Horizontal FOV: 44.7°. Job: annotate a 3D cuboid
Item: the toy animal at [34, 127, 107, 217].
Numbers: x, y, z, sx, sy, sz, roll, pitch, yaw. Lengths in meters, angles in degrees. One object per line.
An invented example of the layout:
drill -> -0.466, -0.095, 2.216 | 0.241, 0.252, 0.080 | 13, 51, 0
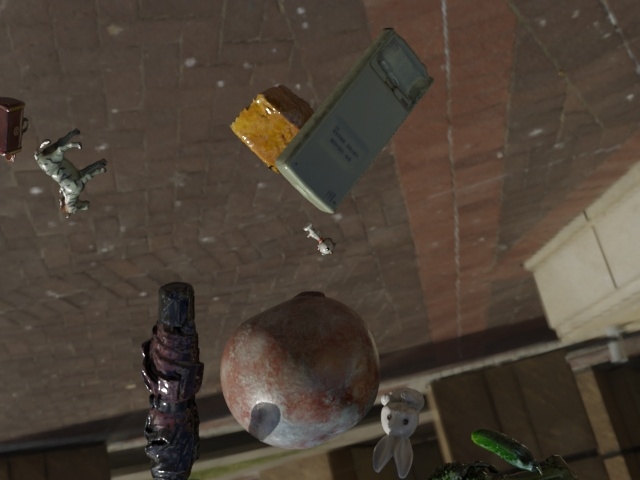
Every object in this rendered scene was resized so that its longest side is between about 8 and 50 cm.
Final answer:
toy animal -> -0.670, -0.183, 2.140 | 0.170, 0.089, 0.255 | -18, 125, -5

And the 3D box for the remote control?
remote control -> 0.057, -0.183, 1.169 | 0.123, 0.285, 0.038 | 42, 168, -30

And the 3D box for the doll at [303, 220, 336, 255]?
doll -> -0.002, -0.003, 1.680 | 0.040, 0.085, 0.058 | -43, 177, 1

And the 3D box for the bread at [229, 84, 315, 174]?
bread -> -0.089, -0.269, 2.000 | 0.194, 0.179, 0.340 | -39, 176, 7

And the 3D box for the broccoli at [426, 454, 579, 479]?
broccoli -> 0.338, 0.503, 1.355 | 0.283, 0.321, 0.304 | -37, 168, 4

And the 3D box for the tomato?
tomato -> -0.039, 0.252, 1.517 | 0.317, 0.282, 0.316 | -18, 151, -10

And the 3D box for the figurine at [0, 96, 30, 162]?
figurine -> -0.732, -0.260, 1.833 | 0.083, 0.154, 0.098 | 21, -156, 20

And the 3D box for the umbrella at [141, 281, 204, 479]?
umbrella -> -0.223, 0.217, 1.167 | 0.094, 0.325, 0.090 | -9, -161, -36

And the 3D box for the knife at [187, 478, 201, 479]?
knife -> -0.242, 0.488, 1.444 | 0.063, 0.034, 0.260 | 7, 149, -8

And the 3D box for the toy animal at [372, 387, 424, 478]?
toy animal -> 0.195, 0.480, 1.978 | 0.104, 0.220, 0.130 | 4, 134, 17

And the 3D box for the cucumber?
cucumber -> 0.293, 0.324, 1.212 | 0.037, 0.037, 0.155 | -2, -171, -29
